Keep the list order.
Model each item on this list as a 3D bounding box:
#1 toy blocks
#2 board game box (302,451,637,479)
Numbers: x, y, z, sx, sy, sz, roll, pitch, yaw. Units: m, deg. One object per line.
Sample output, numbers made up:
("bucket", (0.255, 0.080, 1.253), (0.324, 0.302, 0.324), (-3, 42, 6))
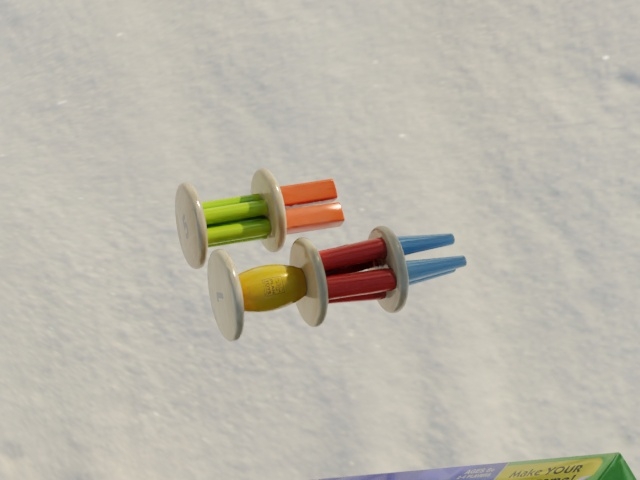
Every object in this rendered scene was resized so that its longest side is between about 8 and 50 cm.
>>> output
("toy blocks", (0.000, 0.000, 0.796), (0.148, 0.123, 0.054), (-9, 129, -19))
("board game box", (0.013, 0.215, 0.782), (0.213, 0.317, 0.046), (-42, 106, -38))
